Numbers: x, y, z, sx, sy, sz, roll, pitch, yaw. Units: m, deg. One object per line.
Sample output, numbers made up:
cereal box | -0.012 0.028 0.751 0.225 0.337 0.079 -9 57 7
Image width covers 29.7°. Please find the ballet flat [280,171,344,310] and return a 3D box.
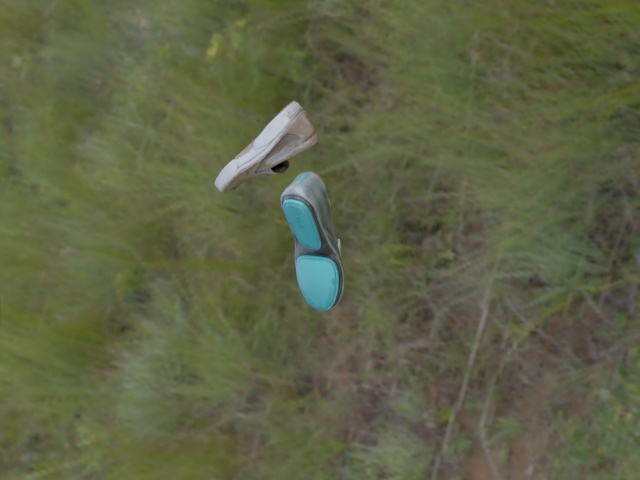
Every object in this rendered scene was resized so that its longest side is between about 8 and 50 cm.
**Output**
ballet flat | 0.000 0.000 1.583 0.068 0.072 0.213 -59 -32 -39

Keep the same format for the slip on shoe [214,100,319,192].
slip on shoe | -0.049 -0.074 1.091 0.135 0.041 0.051 -40 7 42
